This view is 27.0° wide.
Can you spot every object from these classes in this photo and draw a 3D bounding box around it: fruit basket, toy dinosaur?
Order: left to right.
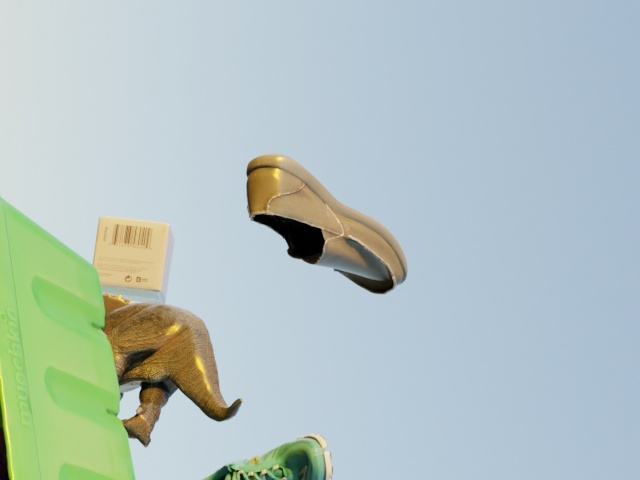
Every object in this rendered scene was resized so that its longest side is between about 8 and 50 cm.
[{"bbox_3d":[-0.343,0.144,0.990,0.283,0.392,0.392,-33,-131,28],"label":"fruit basket"},{"bbox_3d":[-0.177,0.110,1.258,0.313,0.121,0.160,-13,-141,52],"label":"toy dinosaur"}]

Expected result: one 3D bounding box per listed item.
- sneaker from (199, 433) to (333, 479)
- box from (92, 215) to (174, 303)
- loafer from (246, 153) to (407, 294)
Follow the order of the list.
[{"bbox_3d":[-0.086,0.362,1.987,0.275,0.110,0.107,-29,-113,41],"label":"sneaker"},{"bbox_3d":[-0.263,0.028,1.867,0.087,0.101,0.102,96,0,-76],"label":"box"},{"bbox_3d":[0.000,0.000,1.566,0.094,0.251,0.087,-21,-138,46],"label":"loafer"}]
